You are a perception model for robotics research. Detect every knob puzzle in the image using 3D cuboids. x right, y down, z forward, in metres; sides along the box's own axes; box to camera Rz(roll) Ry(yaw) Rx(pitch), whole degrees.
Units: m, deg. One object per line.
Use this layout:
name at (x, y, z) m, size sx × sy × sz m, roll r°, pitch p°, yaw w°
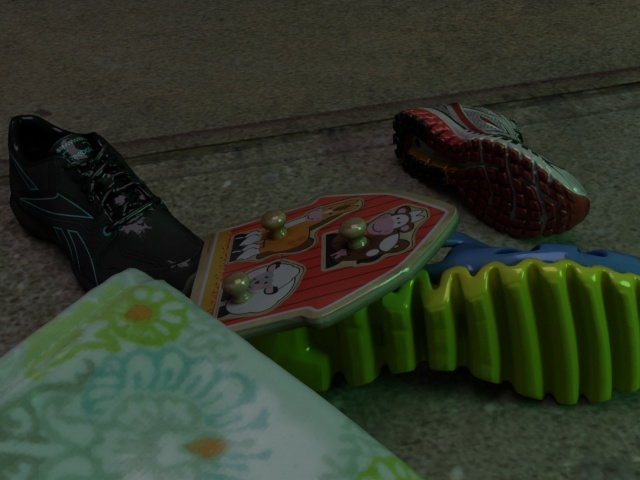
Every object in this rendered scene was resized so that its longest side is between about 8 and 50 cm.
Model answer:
knob puzzle at (0.000, 0.000, 0.629) m, size 0.213 × 0.030 × 0.213 m, roll -16°, pitch 24°, yaw 7°

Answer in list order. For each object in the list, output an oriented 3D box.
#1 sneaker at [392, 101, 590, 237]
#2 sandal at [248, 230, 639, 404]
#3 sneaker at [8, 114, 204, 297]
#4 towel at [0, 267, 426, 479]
sneaker at (0.167, -0.081, 0.845) m, size 0.092 × 0.088 × 0.225 m, roll -23°, pitch 41°, yaw -25°
sandal at (0.110, 0.036, 0.669) m, size 0.317 × 0.126 × 0.138 m, roll 4°, pitch 33°, yaw 9°
sneaker at (-0.200, -0.029, 0.796) m, size 0.267 × 0.106 × 0.101 m, roll 26°, pitch 45°, yaw 32°
towel at (-0.050, 0.198, 0.349) m, size 0.374 × 0.090 × 0.320 m, roll 37°, pitch 46°, yaw 14°
